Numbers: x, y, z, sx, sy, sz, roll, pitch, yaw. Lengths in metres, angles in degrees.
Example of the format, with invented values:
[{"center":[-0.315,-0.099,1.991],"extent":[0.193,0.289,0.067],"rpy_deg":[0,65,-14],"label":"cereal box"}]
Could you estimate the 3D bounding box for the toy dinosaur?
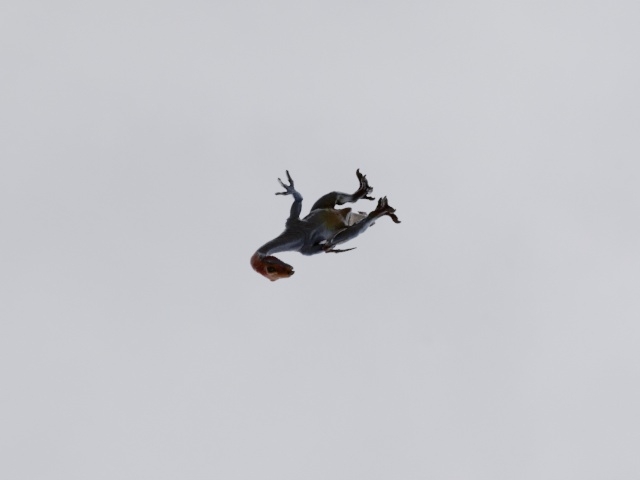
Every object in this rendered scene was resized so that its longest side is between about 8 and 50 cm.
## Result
[{"center":[0.000,0.000,0.814],"extent":[0.082,0.090,0.047],"rpy_deg":[-33,-115,-11],"label":"toy dinosaur"}]
